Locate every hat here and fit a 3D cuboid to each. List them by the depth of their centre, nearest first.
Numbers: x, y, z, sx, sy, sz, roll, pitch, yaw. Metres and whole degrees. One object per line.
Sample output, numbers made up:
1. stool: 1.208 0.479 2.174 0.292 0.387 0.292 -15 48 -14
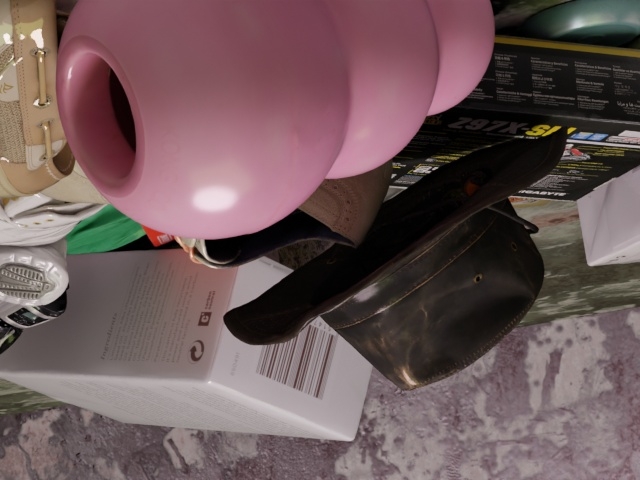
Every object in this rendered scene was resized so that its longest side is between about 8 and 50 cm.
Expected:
1. hat: 0.088 0.038 1.472 0.331 0.134 0.331 -29 -171 5

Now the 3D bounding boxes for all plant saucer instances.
1. plant saucer: 0.236 -0.185 1.556 0.119 0.021 0.119 -7 169 -1

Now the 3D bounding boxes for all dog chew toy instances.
1. dog chew toy: -0.014 -0.127 1.239 0.332 0.207 0.206 -21 178 -34

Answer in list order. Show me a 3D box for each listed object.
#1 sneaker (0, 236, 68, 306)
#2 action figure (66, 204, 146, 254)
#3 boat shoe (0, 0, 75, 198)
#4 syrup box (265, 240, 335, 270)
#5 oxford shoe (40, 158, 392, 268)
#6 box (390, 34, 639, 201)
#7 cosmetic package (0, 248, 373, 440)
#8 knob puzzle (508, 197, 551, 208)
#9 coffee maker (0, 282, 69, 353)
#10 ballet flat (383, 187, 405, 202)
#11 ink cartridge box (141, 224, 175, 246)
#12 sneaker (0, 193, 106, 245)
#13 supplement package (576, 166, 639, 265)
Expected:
1. sneaker: -0.372 -0.008 1.846 0.232 0.115 0.090 18 128 -14
2. action figure: -0.228 -0.027 1.912 0.232 0.063 0.137 -21 164 32
3. boat shoe: -0.213 -0.113 1.335 0.110 0.122 0.341 -7 168 1
4. syrup box: 0.000 0.000 2.143 0.237 0.093 0.096 -15 166 30
5. oxford shoe: -0.117 -0.055 1.505 0.397 0.146 0.140 -4 153 37
6. box: 0.147 -0.111 1.629 0.322 0.079 0.257 4 164 -18
7. cosmetic package: -0.168 0.122 2.103 0.230 0.161 0.453 27 161 -38
8. knob puzzle: 0.206 -0.066 2.123 0.213 0.030 0.213 -8 170 -1
9. coffee maker: -0.390 0.047 2.024 0.178 0.171 0.120 -31 168 20
10. ballet flat: 0.136 -0.067 1.967 0.072 0.068 0.213 1 166 -39
11. ink cartridge box: -0.065 -0.029 1.871 0.239 0.060 0.275 -22 173 -3
12. sneaker: -0.333 -0.042 1.689 0.292 0.108 0.169 -12 172 -36
13. supplement package: 0.421 -0.085 1.789 0.293 0.177 0.175 -5 168 -19
